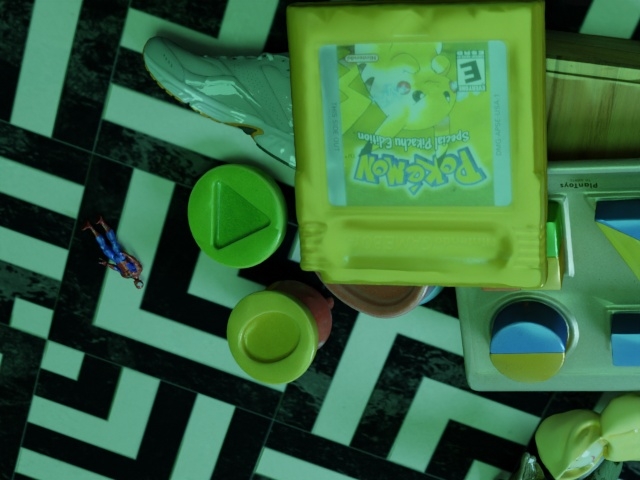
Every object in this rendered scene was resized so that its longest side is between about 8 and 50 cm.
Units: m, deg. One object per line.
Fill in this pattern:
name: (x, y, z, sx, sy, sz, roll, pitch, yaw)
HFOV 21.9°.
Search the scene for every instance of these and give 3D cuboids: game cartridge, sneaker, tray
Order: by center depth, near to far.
game cartridge: (0.109, -0.106, 1.838, 0.285, 0.052, 0.323, 0, 104, 14)
sneaker: (-0.080, -0.187, 1.942, 0.262, 0.099, 0.121, 30, 100, 1)
tray: (0.287, -0.047, 1.952, 0.203, 0.076, 0.411, 8, 128, 8)

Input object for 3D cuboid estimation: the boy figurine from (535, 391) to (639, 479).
boy figurine: (0.414, 0.239, 2.068, 0.285, 0.092, 0.177, -8, 153, 0)

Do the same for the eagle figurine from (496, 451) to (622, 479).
eagle figurine: (0.379, 0.373, 2.167, 0.298, 0.226, 0.225, 26, 107, 1)

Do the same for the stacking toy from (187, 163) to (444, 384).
stacking toy: (0.000, 0.000, 2.067, 0.309, 0.130, 0.279, -28, 89, 26)

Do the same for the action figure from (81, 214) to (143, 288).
action figure: (-0.267, 0.020, 2.163, 0.038, 0.030, 0.115, -26, 118, 23)

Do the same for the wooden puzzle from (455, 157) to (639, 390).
wooden puzzle: (0.313, 0.059, 1.927, 0.322, 0.080, 0.347, -1, 125, 14)
